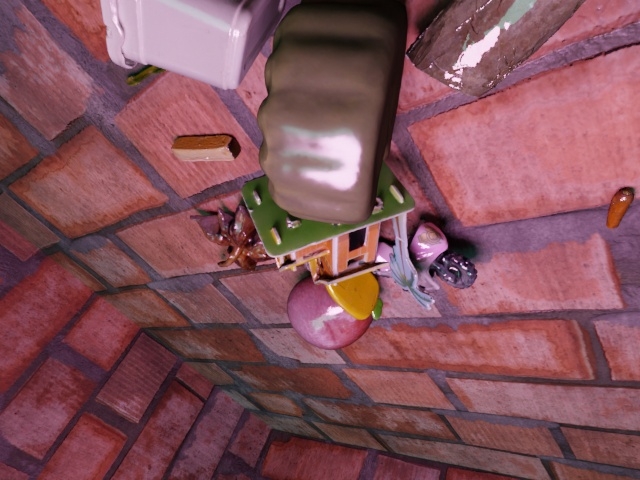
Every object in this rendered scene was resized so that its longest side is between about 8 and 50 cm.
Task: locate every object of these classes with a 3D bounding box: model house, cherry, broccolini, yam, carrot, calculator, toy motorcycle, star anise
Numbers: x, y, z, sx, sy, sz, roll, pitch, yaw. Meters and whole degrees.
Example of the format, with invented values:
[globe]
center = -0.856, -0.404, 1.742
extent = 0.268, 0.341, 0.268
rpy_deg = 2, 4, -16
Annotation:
[model house]
center = 0.041, 0.046, 0.862
extent = 0.301, 0.340, 0.323
rpy_deg = -20, 145, -12
[cherry]
center = 0.041, 0.209, 1.232
extent = 0.307, 0.221, 0.261
rpy_deg = -33, 122, 27
[broccolini]
center = -0.350, -0.392, 0.909
extent = 0.254, 0.071, 0.058
rpy_deg = 1, 178, 37
[yam]
center = 0.248, -0.311, 0.561
extent = 0.154, 0.154, 0.254
rpy_deg = 37, 138, -14
[carrot]
center = 0.570, -0.060, 0.768
extent = 0.032, 0.032, 0.093
rpy_deg = 6, 143, 23
[calculator]
center = 0.098, 0.132, 1.104
extent = 0.235, 0.146, 0.032
rpy_deg = 41, 146, -23
[toy motorcycle]
center = 0.215, 0.035, 0.996
extent = 0.327, 0.143, 0.188
rpy_deg = 3, 139, 51
[star anise]
center = -0.253, 0.010, 1.249
extent = 0.350, 0.109, 0.292
rpy_deg = -5, 128, 34

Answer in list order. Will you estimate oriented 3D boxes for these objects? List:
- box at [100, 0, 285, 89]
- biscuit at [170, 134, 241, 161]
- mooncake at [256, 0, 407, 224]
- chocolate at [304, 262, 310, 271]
[box]
center = -0.164, -0.371, 0.608
extent = 0.183, 0.311, 0.175
rpy_deg = 21, 143, -6
[biscuit]
center = -0.296, -0.234, 1.036
extent = 0.188, 0.052, 0.056
rpy_deg = 6, 154, 24
[mooncake]
center = 0.025, -0.205, 0.649
extent = 0.188, 0.351, 0.351
rpy_deg = 14, 140, 12
[chocolate]
center = 0.000, 0.000, 1.095
extent = 0.110, 0.110, 0.248
rpy_deg = 16, 144, 13
